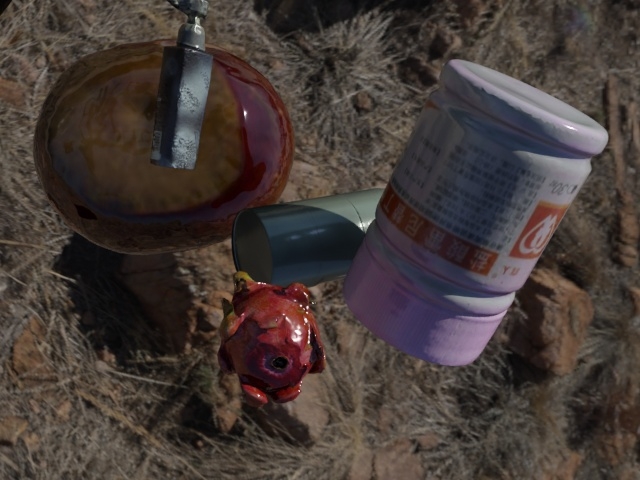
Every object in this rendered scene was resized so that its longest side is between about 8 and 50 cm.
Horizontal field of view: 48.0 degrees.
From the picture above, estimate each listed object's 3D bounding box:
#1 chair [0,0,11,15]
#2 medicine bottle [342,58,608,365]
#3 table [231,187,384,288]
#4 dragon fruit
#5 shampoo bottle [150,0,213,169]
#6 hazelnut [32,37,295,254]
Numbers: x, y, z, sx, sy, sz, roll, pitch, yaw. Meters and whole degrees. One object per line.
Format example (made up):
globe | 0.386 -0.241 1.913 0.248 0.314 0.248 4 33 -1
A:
chair | -0.413 -0.279 0.759 0.160 0.186 0.319 34 45 -28
medicine bottle | 0.172 -0.031 0.856 0.202 0.202 0.315 6 118 -35
table | 0.000 0.000 1.018 0.220 0.126 0.126 -10 100 -31
dragon fruit | -0.050 0.099 0.703 0.112 0.068 0.126 6 93 5
shampoo bottle | -0.170 -0.193 0.882 0.063 0.057 0.207 -1 102 -53
hazelnut | -0.247 -0.153 1.171 0.410 0.359 0.359 -5 99 -6
